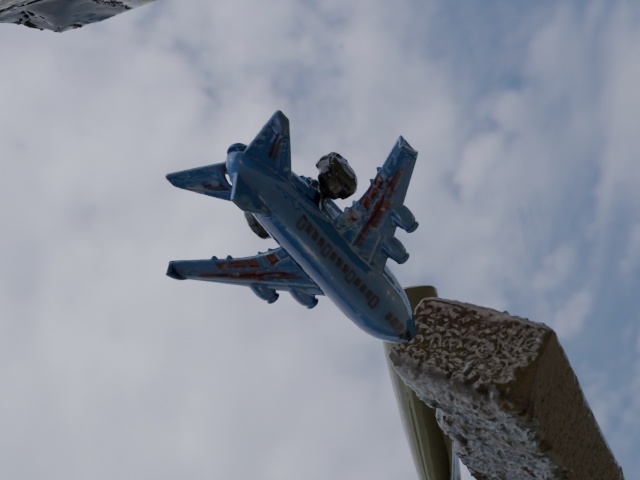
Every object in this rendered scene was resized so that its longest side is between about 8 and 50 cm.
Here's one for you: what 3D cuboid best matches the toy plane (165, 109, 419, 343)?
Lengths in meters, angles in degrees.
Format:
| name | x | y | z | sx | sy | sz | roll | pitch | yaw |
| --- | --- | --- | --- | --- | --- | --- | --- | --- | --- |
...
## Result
| name | x | y | z | sx | sy | sz | roll | pitch | yaw |
| --- | --- | --- | --- | --- | --- | --- | --- | --- | --- |
| toy plane | 0.000 | 0.000 | 1.087 | 0.271 | 0.254 | 0.105 | 41 | -147 | -38 |

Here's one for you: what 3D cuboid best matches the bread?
| name | x | y | z | sx | sy | sz | roll | pitch | yaw |
| --- | --- | --- | --- | --- | --- | --- | --- | --- | --- |
| bread | 0.227 | 0.219 | 1.403 | 0.113 | 0.165 | 0.416 | -59 | -39 | -20 |

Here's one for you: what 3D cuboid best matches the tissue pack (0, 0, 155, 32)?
| name | x | y | z | sx | sy | sz | roll | pitch | yaw |
| --- | --- | --- | --- | --- | --- | --- | --- | --- | --- |
| tissue pack | -0.194 | -0.391 | 1.276 | 0.253 | 0.417 | 0.264 | -10 | -93 | -64 |

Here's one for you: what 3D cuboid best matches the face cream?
| name | x | y | z | sx | sy | sz | roll | pitch | yaw |
| --- | --- | --- | --- | --- | --- | --- | --- | --- | --- |
| face cream | 0.140 | 0.230 | 1.597 | 0.137 | 0.084 | 0.341 | 27 | -129 | -72 |
